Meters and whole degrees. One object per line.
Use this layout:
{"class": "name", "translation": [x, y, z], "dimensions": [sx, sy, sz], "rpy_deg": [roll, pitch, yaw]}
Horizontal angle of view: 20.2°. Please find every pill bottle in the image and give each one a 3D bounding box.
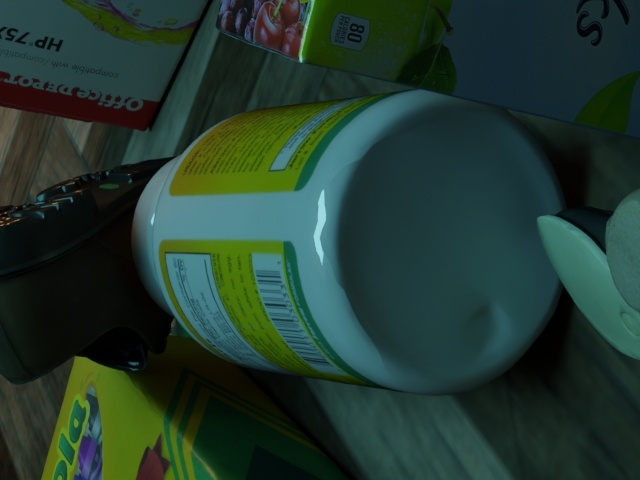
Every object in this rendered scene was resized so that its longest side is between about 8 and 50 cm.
{"class": "pill bottle", "translation": [0.000, 0.000, 0.755], "dimensions": [0.208, 0.117, 0.118], "rpy_deg": [0, 81, 61]}

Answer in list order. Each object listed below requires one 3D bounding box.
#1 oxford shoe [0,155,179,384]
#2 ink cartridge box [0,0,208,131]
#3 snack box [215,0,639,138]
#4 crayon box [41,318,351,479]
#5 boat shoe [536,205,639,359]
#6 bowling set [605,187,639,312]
{"class": "oxford shoe", "translation": [-0.101, 0.013, 0.880], "dimensions": [0.082, 0.227, 0.096], "rpy_deg": [-11, 100, 31]}
{"class": "ink cartridge box", "translation": [-0.143, -0.149, 1.045], "dimensions": [0.231, 0.134, 0.078], "rpy_deg": [-61, 34, 32]}
{"class": "snack box", "translation": [0.076, -0.148, 0.606], "dimensions": [0.070, 0.174, 0.207], "rpy_deg": [29, 106, 57]}
{"class": "crayon box", "translation": [-0.074, 0.173, 0.872], "dimensions": [0.318, 0.081, 0.202], "rpy_deg": [36, 113, 59]}
{"class": "boat shoe", "translation": [0.119, 0.016, 0.617], "dimensions": [0.049, 0.042, 0.133], "rpy_deg": [64, 167, -25]}
{"class": "bowling set", "translation": [0.168, 0.005, 0.463], "dimensions": [0.287, 0.154, 0.200], "rpy_deg": [-118, 28, -47]}
